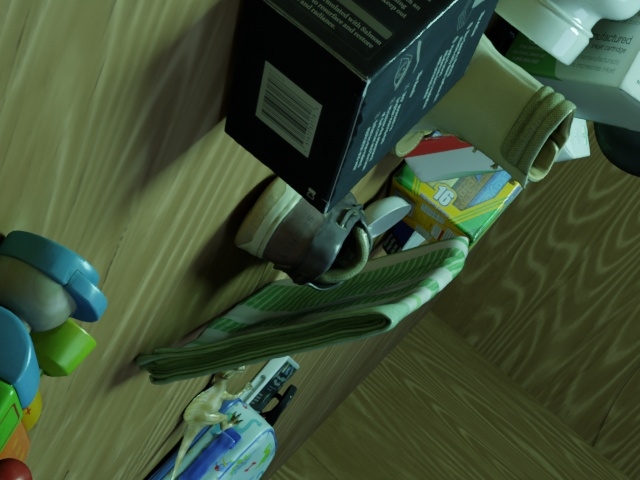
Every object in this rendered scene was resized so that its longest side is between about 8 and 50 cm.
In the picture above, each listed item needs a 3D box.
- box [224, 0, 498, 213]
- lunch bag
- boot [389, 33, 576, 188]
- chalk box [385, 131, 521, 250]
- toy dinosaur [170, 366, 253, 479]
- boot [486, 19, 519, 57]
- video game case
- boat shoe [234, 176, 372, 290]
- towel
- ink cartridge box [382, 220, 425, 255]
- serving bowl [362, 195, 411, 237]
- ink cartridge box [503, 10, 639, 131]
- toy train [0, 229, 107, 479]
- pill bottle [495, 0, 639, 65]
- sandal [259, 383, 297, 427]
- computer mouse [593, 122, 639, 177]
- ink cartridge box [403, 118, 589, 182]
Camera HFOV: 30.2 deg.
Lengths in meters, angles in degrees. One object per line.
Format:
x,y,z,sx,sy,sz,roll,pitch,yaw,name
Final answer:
0.030,-0.125,0.725,0.158,0.093,0.156,-45,168,-26,box
-0.155,0.317,1.596,0.219,0.090,0.176,-47,164,-14,lunch bag
0.134,-0.104,1.072,0.077,0.165,0.213,-44,168,-26,boot
0.202,-0.098,1.523,0.213,0.132,0.132,-48,171,-12,chalk box
-0.139,0.209,1.452,0.092,0.053,0.183,-3,127,-56,toy dinosaur
0.329,-0.287,1.387,0.260,0.131,0.348,-2,120,-61,boot
-0.102,0.242,1.794,0.173,0.022,0.190,-48,170,-5,video game case
0.000,0.000,1.084,0.103,0.092,0.285,-51,171,4,boat shoe
0.000,0.060,1.131,0.248,0.038,0.325,-14,-176,22,towel
0.176,-0.066,1.794,0.224,0.045,0.223,-39,165,-45,ink cartridge box
0.071,-0.031,1.472,0.083,0.027,0.083,-32,168,-8,serving bowl
0.333,-0.254,1.163,0.278,0.117,0.201,-60,-152,-1,ink cartridge box
-0.178,0.098,0.665,0.143,0.105,0.248,-60,176,-23,toy train
0.257,-0.281,1.040,0.246,0.136,0.136,-53,170,16,pill bottle
-0.083,0.273,1.922,0.067,0.040,0.179,-59,180,-35,sandal
0.401,-0.194,1.595,0.188,0.072,0.272,78,14,-48,computer mouse
0.181,-0.097,1.293,0.181,0.056,0.224,-8,-176,26,ink cartridge box
